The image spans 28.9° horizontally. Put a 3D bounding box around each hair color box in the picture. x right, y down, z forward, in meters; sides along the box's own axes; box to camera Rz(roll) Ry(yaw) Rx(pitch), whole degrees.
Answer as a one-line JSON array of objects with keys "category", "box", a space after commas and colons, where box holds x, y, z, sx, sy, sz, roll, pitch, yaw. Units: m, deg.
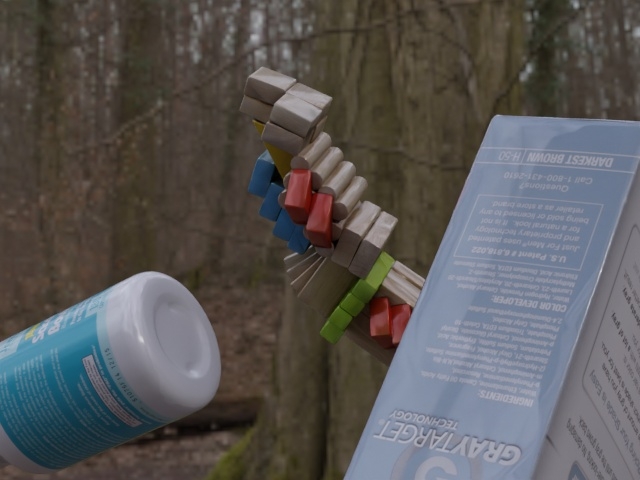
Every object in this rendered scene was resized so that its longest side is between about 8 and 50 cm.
[{"category": "hair color box", "box": [0.119, 0.127, 0.751, 0.113, 0.375, 0.185, 6, -31, 33]}]

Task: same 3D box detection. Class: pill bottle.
[{"category": "pill bottle", "box": [-0.241, 0.143, 1.239, 0.264, 0.146, 0.146, -26, -22, 22]}]

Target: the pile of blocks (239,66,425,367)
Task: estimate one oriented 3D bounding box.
[{"category": "pile of blocks", "box": [0.000, 0.000, 1.280, 0.149, 0.362, 0.112, -27, 11, 25]}]
